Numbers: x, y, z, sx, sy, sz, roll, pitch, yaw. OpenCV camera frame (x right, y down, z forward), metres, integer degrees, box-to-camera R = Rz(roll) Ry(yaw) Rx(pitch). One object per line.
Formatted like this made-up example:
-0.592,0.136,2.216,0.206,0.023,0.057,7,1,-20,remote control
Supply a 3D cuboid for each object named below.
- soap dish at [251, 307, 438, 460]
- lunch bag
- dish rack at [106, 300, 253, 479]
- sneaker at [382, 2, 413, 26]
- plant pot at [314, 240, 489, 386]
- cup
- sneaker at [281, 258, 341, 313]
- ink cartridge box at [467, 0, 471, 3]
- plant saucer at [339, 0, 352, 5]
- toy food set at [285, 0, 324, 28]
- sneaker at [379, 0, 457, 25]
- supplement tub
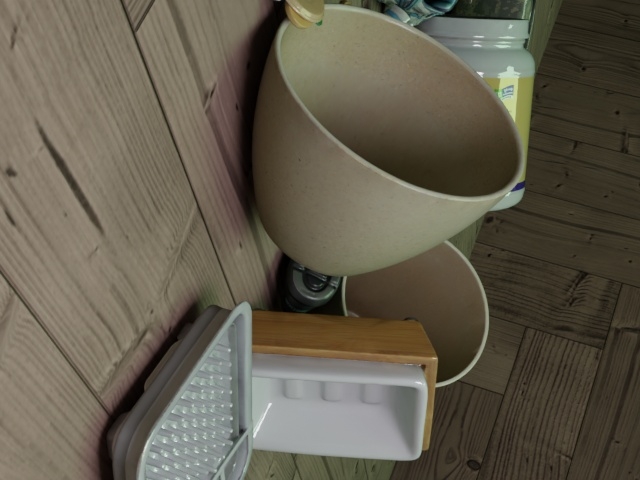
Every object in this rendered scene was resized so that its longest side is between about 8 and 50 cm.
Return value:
0.013,0.200,1.512,0.229,0.291,0.118,88,8,-49,soap dish
0.360,-0.454,2.281,0.287,0.169,0.235,-31,132,-79,lunch bag
-0.168,0.253,1.295,0.285,0.072,0.333,-56,157,-46,dish rack
0.087,-0.285,1.690,0.083,0.071,0.190,-35,155,-20,sneaker
0.093,0.138,1.769,0.274,0.256,0.256,-36,-154,60,plant pot
0.047,-0.093,1.329,0.237,0.331,0.331,-56,179,39,cup
0.000,0.000,1.641,0.267,0.101,0.106,-64,-176,-35,sneaker
0.261,-0.562,1.640,0.309,0.130,0.272,88,-9,-51,ink cartridge box
0.031,-0.299,1.539,0.083,0.013,0.083,17,90,-76,plant saucer
-0.025,-0.285,1.260,0.020,0.083,0.082,-32,-179,32,toy food set
0.162,-0.384,1.712,0.283,0.122,0.110,-3,110,-74,sneaker
0.259,-0.234,1.947,0.241,0.241,0.331,-34,128,-67,supplement tub
